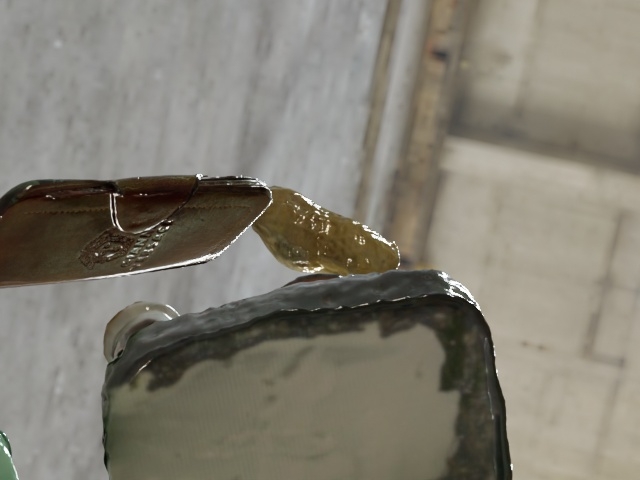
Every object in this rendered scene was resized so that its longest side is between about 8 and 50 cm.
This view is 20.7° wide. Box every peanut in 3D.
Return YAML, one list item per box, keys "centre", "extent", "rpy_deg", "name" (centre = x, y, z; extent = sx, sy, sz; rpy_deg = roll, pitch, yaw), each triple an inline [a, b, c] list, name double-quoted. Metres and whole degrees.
- centre: [0.000, 0.000, 2.269]
  extent: [0.099, 0.214, 0.099]
  rpy_deg: [21, 90, -83]
  name: "peanut"

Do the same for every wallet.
- centre: [-0.163, -0.010, 1.414]
  extent: [0.137, 0.255, 0.031]
  rpy_deg: [-47, -120, 43]
  name: "wallet"

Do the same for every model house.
- centre: [-0.031, 0.093, 1.288]
  extent: [0.301, 0.271, 0.190]
  rpy_deg: [-122, -160, -72]
  name: "model house"

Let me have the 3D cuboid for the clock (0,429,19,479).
- centre: [-0.350, 0.218, 1.572]
  extent: [0.211, 0.159, 0.066]
  rpy_deg: [-108, -159, -46]
  name: "clock"
